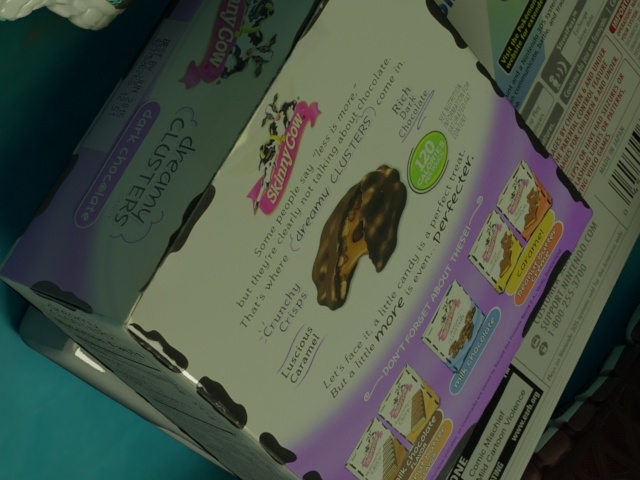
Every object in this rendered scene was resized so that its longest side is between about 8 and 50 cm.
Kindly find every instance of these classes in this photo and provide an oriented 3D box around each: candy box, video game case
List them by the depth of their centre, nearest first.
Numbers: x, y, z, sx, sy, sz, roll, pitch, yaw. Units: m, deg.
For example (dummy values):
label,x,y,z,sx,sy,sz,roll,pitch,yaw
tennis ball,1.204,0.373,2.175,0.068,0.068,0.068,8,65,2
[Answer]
label,x,y,z,sx,sy,sz,roll,pitch,yaw
candy box,0.000,0.000,0.728,0.164,0.070,0.196,-59,138,-15
video game case,0.049,-0.040,0.850,0.300,0.036,0.329,40,73,-47

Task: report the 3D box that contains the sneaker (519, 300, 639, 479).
label,x,y,z,sx,sy,sz,roll,pitch,yaw
sneaker,0.175,0.112,0.928,0.106,0.162,0.281,44,67,-22

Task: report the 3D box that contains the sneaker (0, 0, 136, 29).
label,x,y,z,sx,sy,sz,roll,pitch,yaw
sneaker,-0.062,-0.107,0.623,0.065,0.076,0.166,63,11,-7
